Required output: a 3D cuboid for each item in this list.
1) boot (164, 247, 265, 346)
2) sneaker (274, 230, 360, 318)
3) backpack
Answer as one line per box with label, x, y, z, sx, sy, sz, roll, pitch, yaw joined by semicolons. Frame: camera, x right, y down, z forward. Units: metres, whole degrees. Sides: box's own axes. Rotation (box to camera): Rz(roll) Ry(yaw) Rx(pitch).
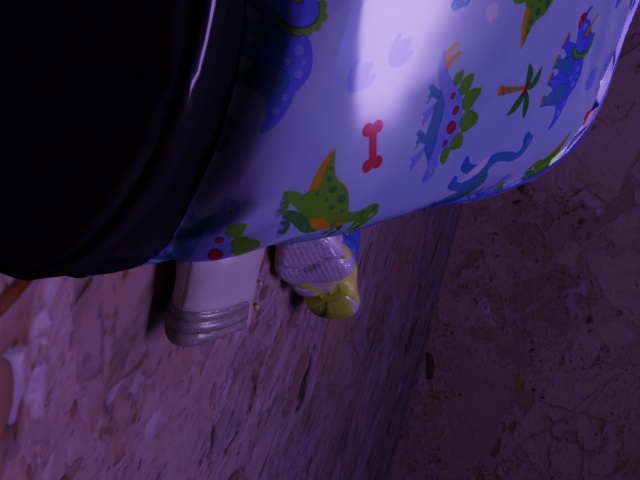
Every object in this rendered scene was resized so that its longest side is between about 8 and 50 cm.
boot;-0.065;-0.015;0.815;0.213;0.077;0.165;-41;145;-56
sneaker;0.000;0.000;1.109;0.240;0.091;0.126;76;15;-64
backpack;0.007;-0.134;0.472;0.355;0.273;0.290;-22;126;-63
